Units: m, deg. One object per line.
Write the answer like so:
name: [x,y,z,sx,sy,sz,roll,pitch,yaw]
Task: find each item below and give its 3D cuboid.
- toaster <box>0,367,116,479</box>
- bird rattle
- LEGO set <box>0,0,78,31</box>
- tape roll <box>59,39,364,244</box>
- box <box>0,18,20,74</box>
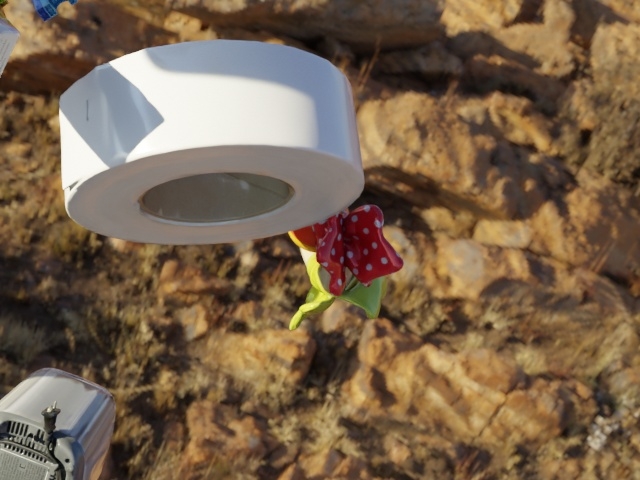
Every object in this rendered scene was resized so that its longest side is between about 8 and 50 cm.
toaster: [-0.301,0.236,1.035,0.129,0.226,0.146,20,19,0]
bird rattle: [0.000,0.000,1.184,0.143,0.253,0.206,-21,64,-6]
LEGO set: [-0.381,-0.296,1.155,0.227,0.087,0.093,-31,52,1]
tape roll: [-0.104,-0.083,0.929,0.286,0.286,0.100,3,72,-30]
box: [-0.381,-0.220,0.747,0.324,0.067,0.063,36,19,9]
